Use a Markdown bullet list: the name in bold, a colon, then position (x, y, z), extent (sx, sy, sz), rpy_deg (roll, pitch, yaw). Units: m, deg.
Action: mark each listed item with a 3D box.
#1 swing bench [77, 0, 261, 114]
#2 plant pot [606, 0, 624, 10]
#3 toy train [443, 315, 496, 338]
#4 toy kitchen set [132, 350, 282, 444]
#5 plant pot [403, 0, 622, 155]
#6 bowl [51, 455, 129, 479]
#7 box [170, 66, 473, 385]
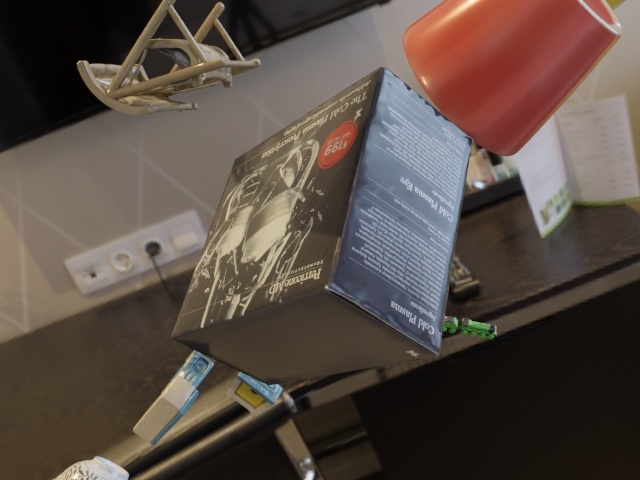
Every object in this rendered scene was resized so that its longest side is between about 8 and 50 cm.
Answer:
- **swing bench**: position (-0.290, -0.344, 1.381), extent (0.254, 0.165, 0.253), rpy_deg (-32, 5, 17)
- **plant pot**: position (0.438, -0.470, 1.376), extent (0.212, 0.187, 0.212), rpy_deg (-39, 5, -5)
- **toy train**: position (0.207, 0.121, 0.977), extent (0.083, 0.024, 0.017), rpy_deg (9, 43, 2)
- **toy kitchen set**: position (-0.166, 0.263, 1.145), extent (0.122, 0.166, 0.207), rpy_deg (-48, 4, 39)
- **plant pot**: position (0.308, -0.312, 1.093), extent (0.243, 0.275, 0.275), rpy_deg (-41, 12, 36)
- **bowl**: position (-0.419, 0.466, 1.332), extent (0.170, 0.170, 0.080), rpy_deg (11, 66, 49)
- **box**: position (0.000, 0.000, 0.926), extent (0.343, 0.179, 0.313), rpy_deg (-23, 44, 47)
